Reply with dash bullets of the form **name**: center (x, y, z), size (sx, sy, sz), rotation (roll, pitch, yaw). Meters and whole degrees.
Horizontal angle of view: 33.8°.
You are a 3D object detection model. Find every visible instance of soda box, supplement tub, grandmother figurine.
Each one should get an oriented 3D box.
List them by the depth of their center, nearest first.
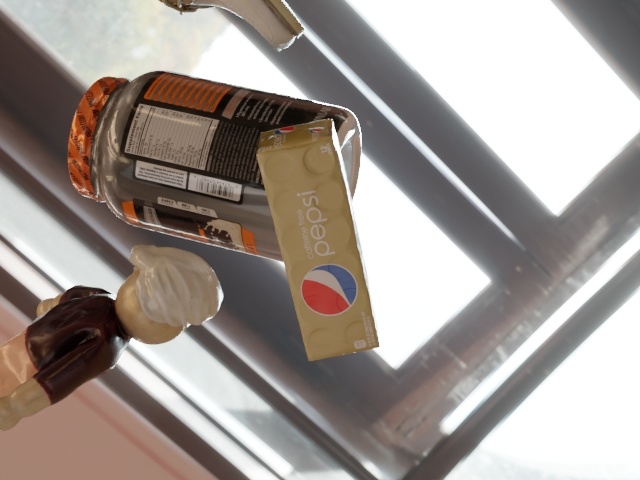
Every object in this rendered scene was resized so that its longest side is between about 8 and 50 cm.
- **soda box**: center (0.000, 0.000, 0.835), size (0.061, 0.181, 0.058), rotation (-11, -158, 5)
- **grandmother figurine**: center (-0.245, 0.105, 0.957), size (0.342, 0.104, 0.208), rotation (-27, -147, 8)
- **supplement tub**: center (-0.124, -0.092, 1.249), size (0.193, 0.315, 0.194), rotation (14, 90, -76)

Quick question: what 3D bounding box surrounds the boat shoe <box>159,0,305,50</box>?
- **boat shoe**: center (-0.148, -0.310, 1.209), size (0.103, 0.302, 0.113), rotation (-47, 167, 4)
